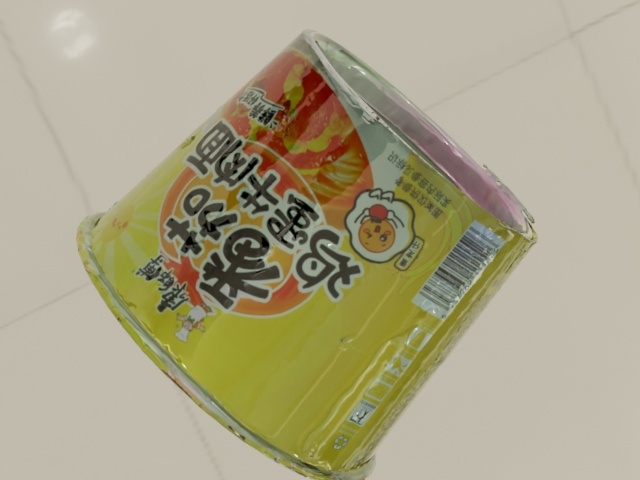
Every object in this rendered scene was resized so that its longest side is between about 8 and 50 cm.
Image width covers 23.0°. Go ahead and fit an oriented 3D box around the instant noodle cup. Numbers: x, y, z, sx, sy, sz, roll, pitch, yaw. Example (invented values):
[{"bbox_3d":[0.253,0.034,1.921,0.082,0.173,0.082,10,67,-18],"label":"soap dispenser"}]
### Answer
[{"bbox_3d":[0.000,0.000,1.026,0.264,0.264,0.200,37,103,-17],"label":"instant noodle cup"}]
